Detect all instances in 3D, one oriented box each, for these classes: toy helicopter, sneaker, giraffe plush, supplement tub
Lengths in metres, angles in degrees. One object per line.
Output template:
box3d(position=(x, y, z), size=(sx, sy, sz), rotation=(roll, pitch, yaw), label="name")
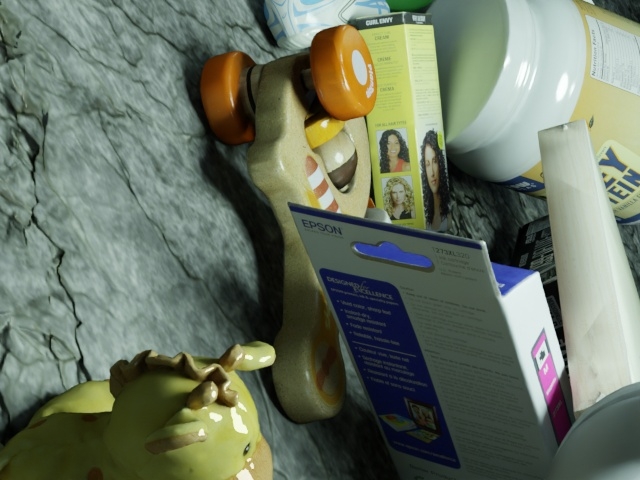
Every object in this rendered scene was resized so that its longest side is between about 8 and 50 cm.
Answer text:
box3d(position=(0.000, 0.000, 1.400), size=(0.235, 0.140, 0.355), rotation=(47, 39, -52), label="toy helicopter")
box3d(position=(0.011, -0.253, 1.669), size=(0.237, 0.085, 0.086), rotation=(-26, 105, -66), label="sneaker")
box3d(position=(-0.101, 0.132, 0.961), size=(0.210, 0.170, 0.181), rotation=(46, 30, -35), label="giraffe plush")
box3d(position=(0.271, -0.158, 1.779), size=(0.316, 0.228, 0.228), rotation=(16, 49, -30), label="supplement tub")

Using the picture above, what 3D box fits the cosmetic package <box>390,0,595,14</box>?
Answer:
box3d(position=(0.219, -0.269, 1.932), size=(0.151, 0.183, 0.151), rotation=(46, -1, -33), label="cosmetic package")

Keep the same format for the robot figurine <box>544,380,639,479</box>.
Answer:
box3d(position=(0.240, 0.217, 1.073), size=(0.353, 0.199, 0.300), rotation=(-44, 146, -64), label="robot figurine")

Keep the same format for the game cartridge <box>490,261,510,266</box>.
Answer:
box3d(position=(0.173, 0.121, 1.670), size=(0.355, 0.068, 0.230), rotation=(14, 50, -60), label="game cartridge")

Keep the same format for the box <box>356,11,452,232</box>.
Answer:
box3d(position=(0.089, -0.121, 1.645), size=(0.087, 0.058, 0.232), rotation=(-18, 102, -65), label="box")

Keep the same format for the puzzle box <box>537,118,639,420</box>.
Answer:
box3d(position=(0.269, 0.107, 1.437), size=(0.409, 0.052, 0.272), rotation=(-85, 157, -54), label="puzzle box")

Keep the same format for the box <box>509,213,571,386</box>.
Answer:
box3d(position=(0.296, 0.115, 1.775), size=(0.242, 0.076, 0.307), rotation=(64, 17, -10), label="box")

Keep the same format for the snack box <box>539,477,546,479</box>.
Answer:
box3d(position=(0.088, 0.290, 1.169), size=(0.060, 0.187, 0.322), rotation=(61, 24, -6), label="snack box")

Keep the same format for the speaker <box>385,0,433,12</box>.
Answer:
box3d(position=(0.105, -0.408, 1.964), size=(0.131, 0.131, 0.296), rotation=(49, 28, -30), label="speaker")

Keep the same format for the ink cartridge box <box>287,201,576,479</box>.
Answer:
box3d(position=(0.108, 0.099, 1.285), size=(0.069, 0.175, 0.371), rotation=(-56, 141, -30), label="ink cartridge box")
